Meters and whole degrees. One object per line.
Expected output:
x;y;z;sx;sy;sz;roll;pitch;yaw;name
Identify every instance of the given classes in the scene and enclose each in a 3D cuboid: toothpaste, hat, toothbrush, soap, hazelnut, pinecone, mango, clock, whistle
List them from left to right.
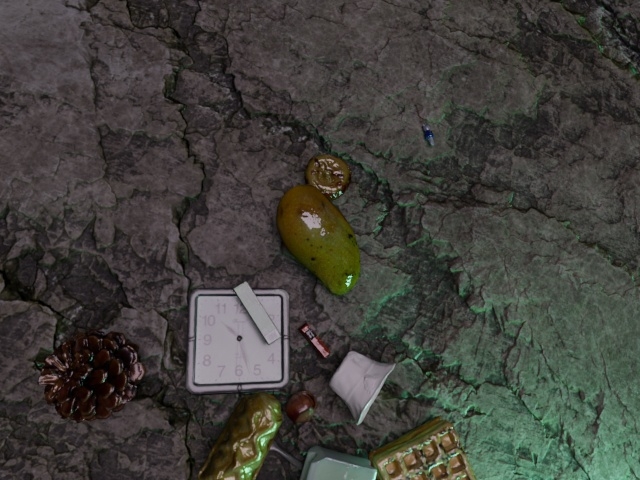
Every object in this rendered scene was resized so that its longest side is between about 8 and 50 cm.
-0.538;0.317;1.066;0.221;0.221;0.222;3;76;-12;pinecone
-0.218;0.267;1.232;0.273;0.049;0.279;2;76;-13;clock
-0.167;0.192;1.217;0.043;0.037;0.179;-32;86;-15;toothpaste
-0.051;0.441;1.218;0.086;0.086;0.087;3;76;-12;hazelnut
-0.034;0.605;1.204;0.297;0.030;0.030;36;64;-4;toothbrush
0.004;-0.006;1.296;0.176;0.175;0.330;-42;88;26;mango
0.017;0.682;1.139;0.172;0.095;0.290;18;81;-7;soap
0.103;0.378;1.231;0.126;0.203;0.203;31;70;19;hat
0.365;-0.356;1.535;0.033;0.029;0.083;-2;69;-30;whistle

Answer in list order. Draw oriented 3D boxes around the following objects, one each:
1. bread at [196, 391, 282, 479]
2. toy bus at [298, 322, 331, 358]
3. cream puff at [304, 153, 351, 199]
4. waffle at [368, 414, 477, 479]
-0.190;0.502;1.127;0.130;0.152;0.268;39;67;-23;bread
-0.017;0.280;1.279;0.031;0.043;0.110;-40;88;-18;toy bus
0.019;-0.188;1.383;0.148;0.084;0.149;3;73;-10;cream puff
0.302;0.701;1.218;0.260;0.114;0.377;-21;82;-14;waffle
